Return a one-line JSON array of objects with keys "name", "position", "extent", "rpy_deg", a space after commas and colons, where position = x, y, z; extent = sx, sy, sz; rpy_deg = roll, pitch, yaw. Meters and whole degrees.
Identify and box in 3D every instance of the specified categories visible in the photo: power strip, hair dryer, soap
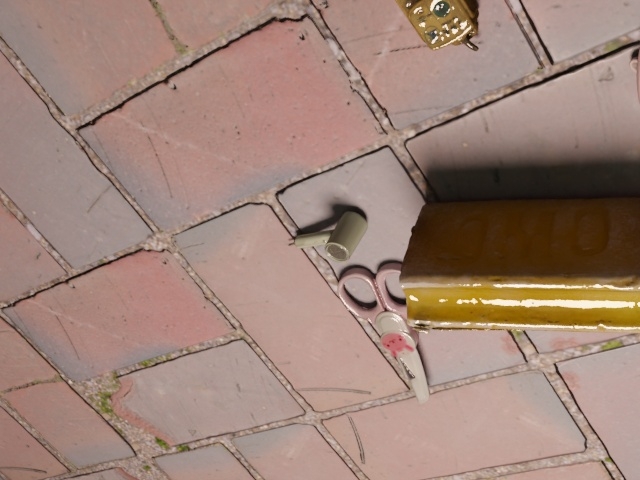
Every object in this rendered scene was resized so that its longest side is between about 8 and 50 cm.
[{"name": "power strip", "position": [0.071, -0.305, 0.859], "extent": [0.064, 0.044, 0.305], "rpy_deg": [-25, 117, 33]}, {"name": "hair dryer", "position": [0.000, 0.000, 1.132], "extent": [0.124, 0.063, 0.038], "rpy_deg": [-8, 128, 41]}, {"name": "soap", "position": [0.241, 0.025, 0.984], "extent": [0.274, 0.173, 0.089], "rpy_deg": [-1, 126, 20]}]

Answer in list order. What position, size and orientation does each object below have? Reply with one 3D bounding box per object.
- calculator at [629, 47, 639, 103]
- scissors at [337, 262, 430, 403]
[{"name": "calculator", "position": [0.380, -0.150, 0.838], "extent": [0.175, 0.032, 0.100], "rpy_deg": [29, 148, 38]}, {"name": "scissors", "position": [0.112, 0.135, 1.215], "extent": [0.118, 0.030, 0.242], "rpy_deg": [-10, 120, 26]}]
